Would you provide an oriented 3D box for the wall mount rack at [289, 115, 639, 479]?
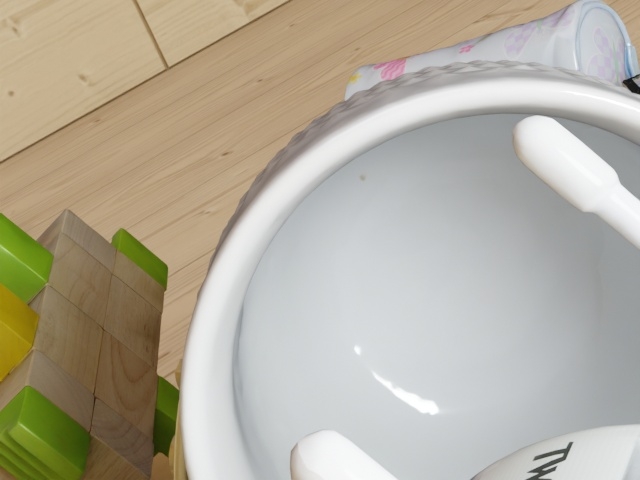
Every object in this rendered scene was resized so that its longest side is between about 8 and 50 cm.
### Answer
[{"bbox_3d":[0.175,0.070,0.474,0.304,0.130,0.350,4,26,21],"label":"wall mount rack"}]

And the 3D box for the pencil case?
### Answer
[{"bbox_3d":[0.153,-0.136,1.631,0.273,0.113,0.124,-13,10,34],"label":"pencil case"}]

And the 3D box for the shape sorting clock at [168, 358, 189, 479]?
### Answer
[{"bbox_3d":[-0.049,0.110,1.013,0.040,0.206,0.206,-1,23,17],"label":"shape sorting clock"}]

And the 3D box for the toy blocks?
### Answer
[{"bbox_3d":[-0.230,0.146,1.195,0.261,0.191,0.381,-45,17,14],"label":"toy blocks"}]

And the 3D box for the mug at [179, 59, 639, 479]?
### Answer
[{"bbox_3d":[0.128,0.036,0.889,0.374,0.276,0.328,-13,8,3],"label":"mug"}]

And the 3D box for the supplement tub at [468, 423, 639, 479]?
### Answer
[{"bbox_3d":[0.070,0.217,0.490,0.207,0.207,0.338,-16,18,28],"label":"supplement tub"}]

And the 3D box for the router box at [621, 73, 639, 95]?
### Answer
[{"bbox_3d":[0.316,-0.112,1.384,0.133,0.046,0.179,-23,16,6],"label":"router box"}]
